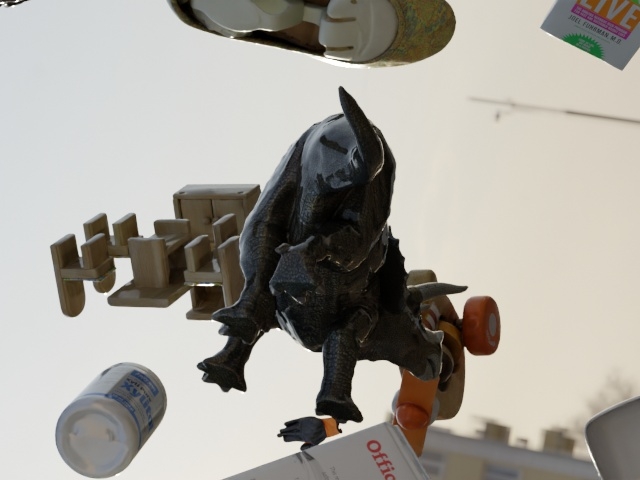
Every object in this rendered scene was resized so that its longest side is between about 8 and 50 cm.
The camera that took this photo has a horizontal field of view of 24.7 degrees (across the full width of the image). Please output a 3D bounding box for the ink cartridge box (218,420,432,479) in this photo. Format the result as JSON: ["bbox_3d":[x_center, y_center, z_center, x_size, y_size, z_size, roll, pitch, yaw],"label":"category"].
[{"bbox_3d":[0.000,0.272,1.296,0.092,0.218,0.158,89,157,-47],"label":"ink cartridge box"}]

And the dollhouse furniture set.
[{"bbox_3d":[-0.148,0.047,1.652,0.242,0.212,0.161,-42,-51,-61],"label":"dollhouse furniture set"}]

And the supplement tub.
[{"bbox_3d":[-0.173,0.148,1.214,0.107,0.071,0.071,-57,-26,-74],"label":"supplement tub"}]

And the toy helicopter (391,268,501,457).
[{"bbox_3d":[0.110,0.134,1.881,0.355,0.140,0.235,47,-133,-53],"label":"toy helicopter"}]

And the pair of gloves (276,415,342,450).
[{"bbox_3d":[-0.005,0.221,1.511,0.010,0.074,0.083,-32,-73,-62],"label":"pair of gloves"}]

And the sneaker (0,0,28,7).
[{"bbox_3d":[-0.279,-0.233,0.950,0.275,0.107,0.110,19,-138,-62],"label":"sneaker"}]

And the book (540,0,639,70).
[{"bbox_3d":[0.287,-0.236,1.433,0.144,0.096,0.035,117,179,-59],"label":"book"}]

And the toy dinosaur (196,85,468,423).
[{"bbox_3d":[0.000,0.000,0.855,0.313,0.121,0.160,76,-153,-49],"label":"toy dinosaur"}]

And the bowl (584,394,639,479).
[{"bbox_3d":[0.426,0.267,1.893,0.142,0.142,0.053,66,-164,-1],"label":"bowl"}]

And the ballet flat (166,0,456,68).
[{"bbox_3d":[-0.017,-0.265,1.711,0.123,0.348,0.123,13,-90,-86],"label":"ballet flat"}]
